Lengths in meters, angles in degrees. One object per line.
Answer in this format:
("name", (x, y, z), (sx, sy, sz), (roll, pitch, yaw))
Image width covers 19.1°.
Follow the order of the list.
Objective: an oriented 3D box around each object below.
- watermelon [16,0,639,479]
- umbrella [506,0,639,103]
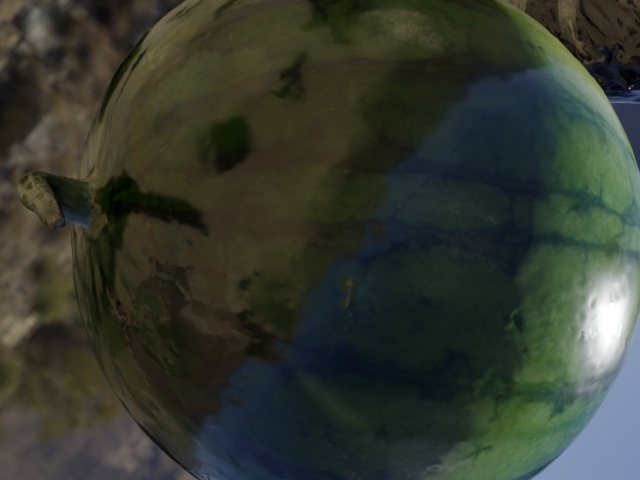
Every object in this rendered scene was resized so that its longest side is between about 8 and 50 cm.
("watermelon", (0.000, 0.000, 0.620), (0.188, 0.215, 0.188), (-175, -90, -69))
("umbrella", (0.243, -0.123, 1.333), (0.113, 0.358, 0.106), (-28, 124, -54))
